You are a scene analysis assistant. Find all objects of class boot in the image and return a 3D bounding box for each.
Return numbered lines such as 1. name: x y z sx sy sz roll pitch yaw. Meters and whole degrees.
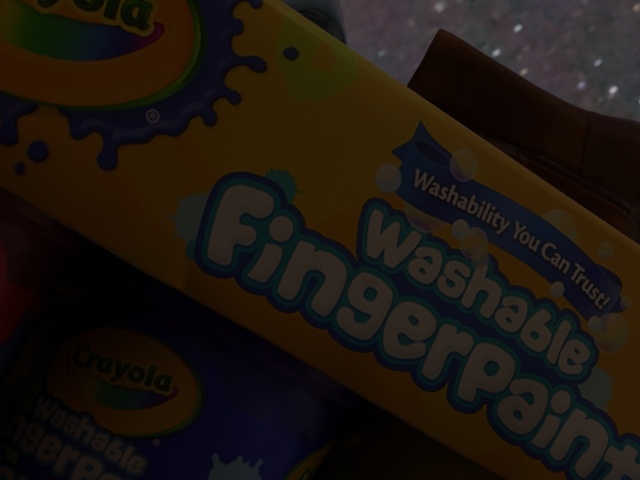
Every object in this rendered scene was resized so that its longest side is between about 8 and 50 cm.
1. boot: 0.164 -0.016 1.452 0.280 0.264 0.096 25 -1 6

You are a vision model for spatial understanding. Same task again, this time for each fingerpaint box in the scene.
1. fingerpaint box: -0.078 0.087 0.730 0.445 0.371 0.163 32 -5 -23

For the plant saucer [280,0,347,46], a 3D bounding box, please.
1. plant saucer: -0.068 -0.039 1.042 0.044 0.317 0.317 28 -44 20
